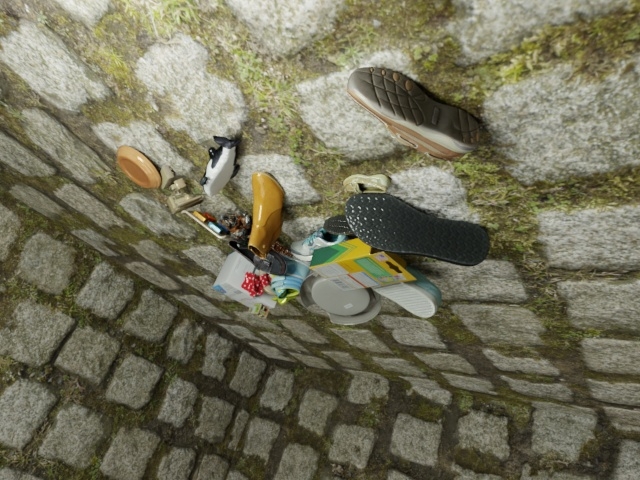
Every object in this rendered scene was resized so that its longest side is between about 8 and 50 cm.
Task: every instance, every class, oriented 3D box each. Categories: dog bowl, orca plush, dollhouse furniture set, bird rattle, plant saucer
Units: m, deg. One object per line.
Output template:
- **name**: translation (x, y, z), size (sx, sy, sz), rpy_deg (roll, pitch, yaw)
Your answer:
- **dog bowl**: translation (0.090, 0.212, 1.832), size (0.348, 0.102, 0.349), rpy_deg (8, 134, 8)
- **orca plush**: translation (-0.347, -0.260, 1.398), size (0.102, 0.151, 0.287), rpy_deg (52, 157, 9)
- **dollhouse furniture set**: translation (-0.545, -0.213, 1.702), size (0.144, 0.123, 0.151), rpy_deg (-28, 90, 56)
- **bird rattle**: translation (-0.228, 0.192, 2.005), size (0.253, 0.207, 0.143), rpy_deg (26, 147, -12)
- **plant saucer**: translation (-0.702, -0.272, 1.655), size (0.199, 0.037, 0.200), rpy_deg (25, 147, 17)

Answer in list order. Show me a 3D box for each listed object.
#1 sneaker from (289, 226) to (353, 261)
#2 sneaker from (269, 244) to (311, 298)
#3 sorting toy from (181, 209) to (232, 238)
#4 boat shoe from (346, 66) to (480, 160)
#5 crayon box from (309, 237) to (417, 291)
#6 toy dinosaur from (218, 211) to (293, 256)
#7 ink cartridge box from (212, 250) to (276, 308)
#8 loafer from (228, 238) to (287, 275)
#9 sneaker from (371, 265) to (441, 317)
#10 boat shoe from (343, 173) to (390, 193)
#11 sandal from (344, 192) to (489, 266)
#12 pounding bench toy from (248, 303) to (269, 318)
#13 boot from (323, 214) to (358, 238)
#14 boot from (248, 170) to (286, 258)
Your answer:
- **sneaker**: translation (0.000, 0.000, 1.638), size (0.282, 0.110, 0.122), rpy_deg (-3, 132, 28)
- **sneaker**: translation (-0.206, 0.138, 1.894), size (0.318, 0.208, 0.127), rpy_deg (15, 154, 13)
- **sorting toy**: translation (-0.442, -0.069, 1.768), size (0.208, 0.038, 0.193), rpy_deg (32, -176, 6)
- **boat shoe**: translation (0.196, -0.268, 0.971), size (0.324, 0.123, 0.116), rpy_deg (28, 154, -8)
- **crayon box**: translation (0.148, 0.081, 1.493), size (0.322, 0.083, 0.203), rpy_deg (-15, 140, 41)
- **toy dinosaur**: translation (-0.254, -0.032, 1.738), size (0.321, 0.165, 0.218), rpy_deg (9, 173, -11)
- **ink cartridge box**: translation (-0.340, 0.196, 2.105), size (0.270, 0.197, 0.198), rpy_deg (34, 150, -23)
- **loafer**: translation (-0.272, 0.067, 1.828), size (0.302, 0.109, 0.095), rpy_deg (29, -161, 32)
- **sneaker**: translation (0.294, 0.141, 1.633), size (0.365, 0.150, 0.135), rpy_deg (40, 126, 15)
- **boat shoe**: translation (0.132, -0.162, 1.281), size (0.152, 0.048, 0.056), rpy_deg (3, 147, 31)
- **sandal**: translation (0.282, -0.018, 1.325), size (0.445, 0.168, 0.107), rpy_deg (19, 170, 6)
- **pounding bench toy**: translation (-0.294, 0.338, 2.060), size (0.083, 0.052, 0.065), rpy_deg (-7, 143, 40)
- **boot**: translation (0.119, -0.023, 1.516), size (0.197, 0.077, 0.137), rpy_deg (5, 154, 27)
- **boot**: translation (-0.200, -0.076, 1.499), size (0.104, 0.211, 0.295), rpy_deg (11, 151, 18)
